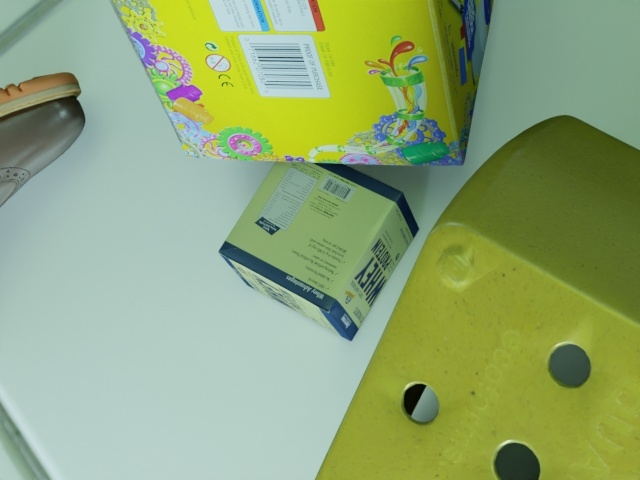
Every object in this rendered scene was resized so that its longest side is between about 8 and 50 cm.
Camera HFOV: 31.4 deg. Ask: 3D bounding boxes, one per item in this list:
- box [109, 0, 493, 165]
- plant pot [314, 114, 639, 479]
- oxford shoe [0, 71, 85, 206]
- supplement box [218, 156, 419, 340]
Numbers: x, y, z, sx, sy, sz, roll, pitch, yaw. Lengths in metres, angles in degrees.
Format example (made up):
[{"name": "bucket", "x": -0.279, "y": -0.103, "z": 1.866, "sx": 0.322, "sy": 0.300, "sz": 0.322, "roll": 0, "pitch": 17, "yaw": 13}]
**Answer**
[{"name": "box", "x": -0.003, "y": -0.239, "z": 0.624, "sx": 0.177, "sy": 0.290, "sz": 0.279, "roll": 3, "pitch": 57, "yaw": 17}, {"name": "plant pot", "x": 0.117, "y": 0.078, "z": 0.503, "sx": 0.212, "sy": 0.187, "sz": 0.212, "roll": 31, "pitch": 108, "yaw": 25}, {"name": "oxford shoe", "x": -0.281, "y": 0.030, "z": 0.737, "sx": 0.363, "sy": 0.130, "sz": 0.133, "roll": -41, "pitch": 96, "yaw": -11}, {"name": "supplement box", "x": 0.000, "y": 0.000, "z": 0.683, "sx": 0.083, "sy": 0.056, "sz": 0.083, "roll": 27, "pitch": 77, "yaw": 24}]
